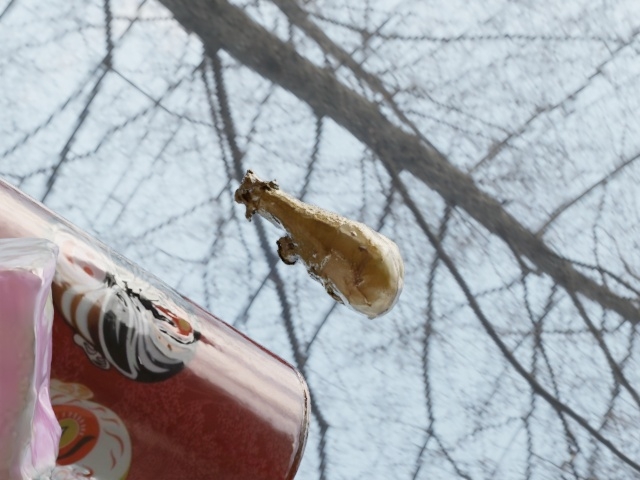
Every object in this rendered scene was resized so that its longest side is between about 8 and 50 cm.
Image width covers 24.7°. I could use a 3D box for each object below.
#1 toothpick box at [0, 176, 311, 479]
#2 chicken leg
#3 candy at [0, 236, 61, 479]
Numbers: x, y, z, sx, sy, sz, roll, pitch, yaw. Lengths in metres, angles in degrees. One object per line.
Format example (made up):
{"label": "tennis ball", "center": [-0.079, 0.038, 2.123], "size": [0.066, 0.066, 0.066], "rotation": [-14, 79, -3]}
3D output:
{"label": "toothpick box", "center": [-0.194, 0.101, 1.115], "size": [0.204, 0.333, 0.204], "rotation": [-37, -148, 28]}
{"label": "chicken leg", "center": [0.000, -0.001, 1.511], "size": [0.207, 0.101, 0.085], "rotation": [36, -79, 11]}
{"label": "candy", "center": [-0.247, 0.065, 0.653], "size": [0.265, 0.155, 0.116], "rotation": [-4, -82, -10]}
